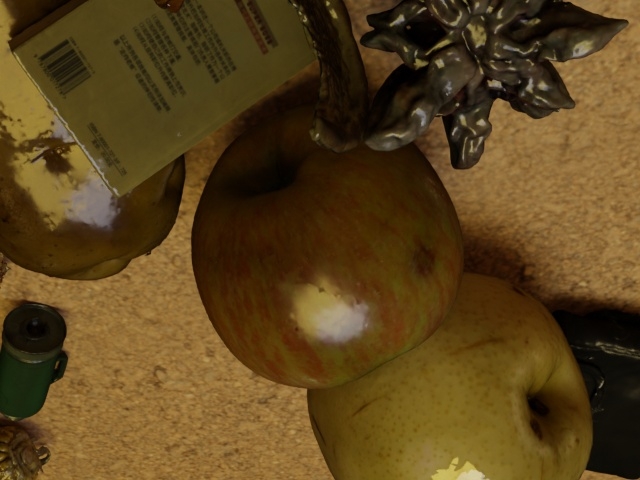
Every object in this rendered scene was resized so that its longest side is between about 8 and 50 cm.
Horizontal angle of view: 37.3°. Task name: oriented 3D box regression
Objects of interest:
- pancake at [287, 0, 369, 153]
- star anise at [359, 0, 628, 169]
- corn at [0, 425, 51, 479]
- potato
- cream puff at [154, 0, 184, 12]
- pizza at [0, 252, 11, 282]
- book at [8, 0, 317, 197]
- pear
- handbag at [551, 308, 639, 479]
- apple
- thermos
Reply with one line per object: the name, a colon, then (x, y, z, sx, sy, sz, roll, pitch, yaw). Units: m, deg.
pancake: (-0.005, -0.166, 0.770, 0.020, 0.184, 0.190, -19, 115, 26)
star anise: (0.129, -0.177, 0.789, 0.213, 0.129, 0.282, -6, 117, -8)
corn: (-0.515, 0.336, 1.340, 0.293, 0.106, 0.106, -21, 132, 23)
potato: (-0.240, -0.108, 0.850, 0.196, 0.176, 0.369, 8, 135, 24)
cream puff: (-0.109, -0.255, 0.635, 0.269, 0.241, 0.154, 29, 137, 19)
pizza: (-0.387, 0.022, 1.071, 0.100, 0.029, 0.099, -4, 143, 7)
book: (-0.119, -0.161, 0.790, 0.231, 0.026, 0.161, -36, 126, -10)
pear: (0.135, 0.183, 1.042, 0.309, 0.309, 0.309, 0, 135, 0)
handbag: (0.354, 0.196, 1.207, 0.244, 0.088, 0.275, 11, 138, -8)
apple: (0.000, 0.000, 0.893, 0.265, 0.264, 0.264, 0, 135, 0)
thermos: (-0.367, 0.159, 1.182, 0.073, 0.083, 0.187, 30, 133, 1)
